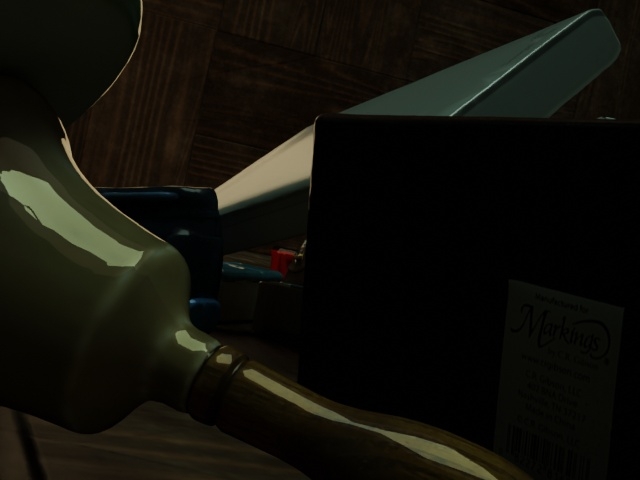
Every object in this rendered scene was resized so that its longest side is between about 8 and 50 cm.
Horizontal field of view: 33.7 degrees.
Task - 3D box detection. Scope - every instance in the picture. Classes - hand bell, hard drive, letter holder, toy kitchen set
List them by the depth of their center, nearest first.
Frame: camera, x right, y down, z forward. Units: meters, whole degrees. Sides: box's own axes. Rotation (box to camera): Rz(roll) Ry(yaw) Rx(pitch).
[{"bbox_3d":[-0.025,0.051,0.331,0.242,0.126,0.126,25,4,15],"label":"hand bell"},{"bbox_3d":[0.155,0.031,0.441,0.215,0.151,0.302,1,6,-28],"label":"letter holder"},{"bbox_3d":[0.034,-0.063,0.747,0.203,0.040,0.308,-38,14,-35],"label":"hard drive"},{"bbox_3d":[0.000,0.000,0.896,0.207,0.166,0.122,12,1,21],"label":"toy kitchen set"}]

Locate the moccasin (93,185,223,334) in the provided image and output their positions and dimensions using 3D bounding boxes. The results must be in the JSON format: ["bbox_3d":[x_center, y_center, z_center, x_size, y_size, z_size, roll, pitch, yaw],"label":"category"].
[{"bbox_3d":[-0.211,-0.017,0.767,0.342,0.116,0.138,12,1,20],"label":"moccasin"}]

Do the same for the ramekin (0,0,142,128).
[{"bbox_3d":[-0.211,-0.089,0.365,0.304,0.148,0.303,-25,-4,-2],"label":"ramekin"}]

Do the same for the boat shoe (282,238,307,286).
[{"bbox_3d":[0.021,0.037,1.103,0.117,0.096,0.324,12,1,-7],"label":"boat shoe"}]

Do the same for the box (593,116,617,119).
[{"bbox_3d":[0.253,0.019,0.973,0.127,0.231,0.262,11,0,-1],"label":"box"}]

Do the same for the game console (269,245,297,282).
[{"bbox_3d":[0.149,0.079,1.505,0.342,0.060,0.387,11,2,-43],"label":"game console"}]
